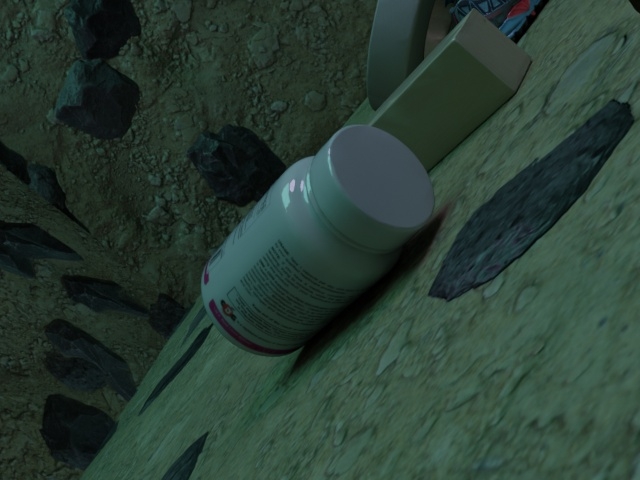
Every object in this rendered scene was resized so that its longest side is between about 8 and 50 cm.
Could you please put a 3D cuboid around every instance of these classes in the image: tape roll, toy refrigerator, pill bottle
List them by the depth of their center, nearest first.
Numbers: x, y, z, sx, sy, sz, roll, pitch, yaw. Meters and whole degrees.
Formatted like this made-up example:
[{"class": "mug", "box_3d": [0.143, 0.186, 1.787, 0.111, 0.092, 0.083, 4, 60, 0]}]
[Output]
[{"class": "pill bottle", "box_3d": [-0.007, 0.005, 1.035, 0.283, 0.160, 0.160, -44, 10, 44]}, {"class": "toy refrigerator", "box_3d": [0.148, -0.174, 1.213, 0.269, 0.102, 0.094, -44, 10, 47]}, {"class": "tape roll", "box_3d": [0.181, -0.401, 1.586, 0.392, 0.072, 0.392, 18, -90, -75]}]

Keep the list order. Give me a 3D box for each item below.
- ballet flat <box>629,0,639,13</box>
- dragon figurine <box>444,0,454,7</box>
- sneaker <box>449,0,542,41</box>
[{"class": "ballet flat", "box_3d": [0.251, -0.206, 0.628, 0.116, 0.124, 0.342, -50, 7, 21]}, {"class": "dragon figurine", "box_3d": [0.268, -0.423, 1.552, 0.289, 0.144, 0.085, -44, 9, 45]}, {"class": "sneaker", "box_3d": [0.291, -0.403, 1.377, 0.262, 0.125, 0.104, -53, 8, -18]}]
